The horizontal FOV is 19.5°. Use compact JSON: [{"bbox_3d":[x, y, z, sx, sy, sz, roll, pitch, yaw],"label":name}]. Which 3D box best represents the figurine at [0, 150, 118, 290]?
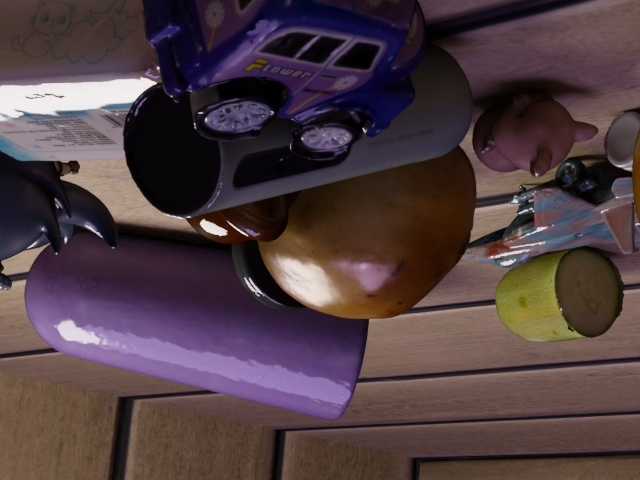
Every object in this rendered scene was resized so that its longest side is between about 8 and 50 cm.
[{"bbox_3d":[-0.344,-0.050,2.017,0.175,0.197,0.265,-27,151,19],"label":"figurine"}]

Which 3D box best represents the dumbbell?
[{"bbox_3d":[0.000,0.000,2.119,0.143,0.143,0.325,12,165,-28],"label":"dumbbell"}]

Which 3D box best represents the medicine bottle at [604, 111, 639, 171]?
[{"bbox_3d":[0.325,-0.088,1.804,0.089,0.057,0.057,13,165,-33],"label":"medicine bottle"}]

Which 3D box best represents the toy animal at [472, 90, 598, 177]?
[{"bbox_3d":[0.194,-0.099,1.764,0.089,0.083,0.150,33,174,-20],"label":"toy animal"}]

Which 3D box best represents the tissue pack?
[{"bbox_3d":[-0.194,-0.151,1.597,0.271,0.124,0.201,0,166,27],"label":"tissue pack"}]

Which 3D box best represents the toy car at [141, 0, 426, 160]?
[{"bbox_3d":[-0.009,-0.173,1.371,0.235,0.172,0.158,11,152,-42],"label":"toy car"}]

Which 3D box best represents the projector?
[{"bbox_3d":[-0.010,-0.097,1.534,0.108,0.108,0.337,-6,-174,40],"label":"projector"}]

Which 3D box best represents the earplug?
[{"bbox_3d":[-0.171,0.100,2.508,0.456,0.215,0.215,12,166,-12],"label":"earplug"}]

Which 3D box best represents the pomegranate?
[{"bbox_3d":[0.045,-0.029,1.826,0.233,0.233,0.233,5,167,1],"label":"pomegranate"}]

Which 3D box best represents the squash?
[{"bbox_3d":[0.291,0.071,2.391,0.123,0.123,0.186,13,168,-29],"label":"squash"}]

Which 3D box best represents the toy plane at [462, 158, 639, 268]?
[{"bbox_3d":[0.263,-0.023,2.016,0.223,0.104,0.326,16,167,-35],"label":"toy plane"}]

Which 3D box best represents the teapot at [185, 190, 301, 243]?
[{"bbox_3d":[-0.081,-0.078,1.697,0.135,0.178,0.252,23,-154,-20],"label":"teapot"}]

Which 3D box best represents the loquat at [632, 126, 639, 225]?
[{"bbox_3d":[0.385,-0.054,1.510,0.263,0.263,0.263,5,167,1],"label":"loquat"}]
